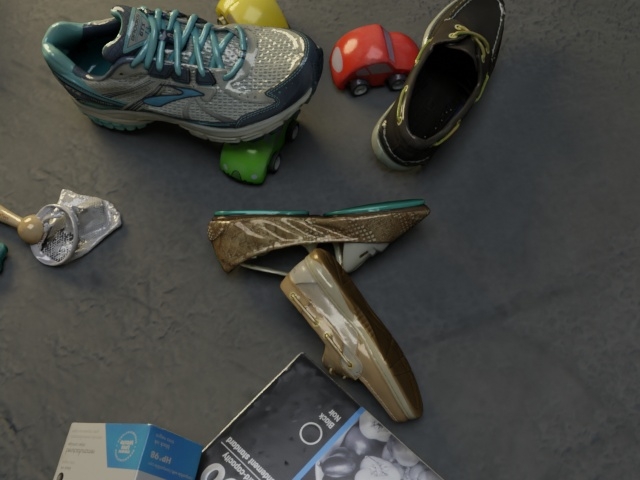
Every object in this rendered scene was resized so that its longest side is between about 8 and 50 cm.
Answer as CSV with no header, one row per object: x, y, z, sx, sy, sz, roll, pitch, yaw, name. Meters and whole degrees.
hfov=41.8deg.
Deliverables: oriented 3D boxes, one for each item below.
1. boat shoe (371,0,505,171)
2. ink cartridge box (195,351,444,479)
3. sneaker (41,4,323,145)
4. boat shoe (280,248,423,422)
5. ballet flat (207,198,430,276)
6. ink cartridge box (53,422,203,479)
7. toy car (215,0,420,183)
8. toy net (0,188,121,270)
0.133,-0.169,0.834,0.081,0.069,0.227,34,70,-10,boat shoe
-0.013,0.230,0.673,0.206,0.045,0.208,40,73,18,ink cartridge box
-0.138,-0.161,0.781,0.283,0.122,0.110,0,68,23,sneaker
0.025,0.090,0.733,0.059,0.063,0.170,-36,79,16,boat shoe
0.000,0.000,0.780,0.206,0.073,0.067,-4,92,3,ballet flat
-0.166,0.235,0.640,0.104,0.060,0.180,-9,57,38,ink cartridge box
-0.035,-0.160,0.854,0.239,0.053,0.224,21,67,11,toy car
-0.305,0.008,0.786,0.232,0.045,0.122,-12,64,-4,toy net
